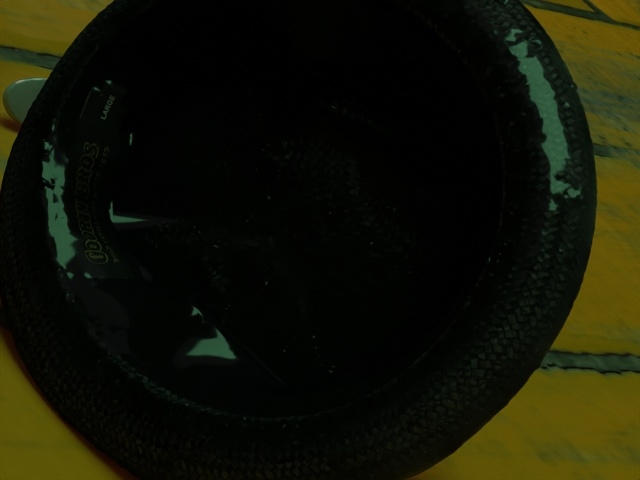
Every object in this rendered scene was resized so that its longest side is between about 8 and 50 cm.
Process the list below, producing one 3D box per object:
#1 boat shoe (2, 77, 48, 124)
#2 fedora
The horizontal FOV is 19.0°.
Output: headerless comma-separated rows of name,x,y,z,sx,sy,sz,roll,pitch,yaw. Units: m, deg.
boat shoe,-0.160,-0.084,1.220,0.100,0.035,0.035,4,3,-34
fedora,0.000,0.000,0.982,0.334,0.334,0.152,42,-3,33
